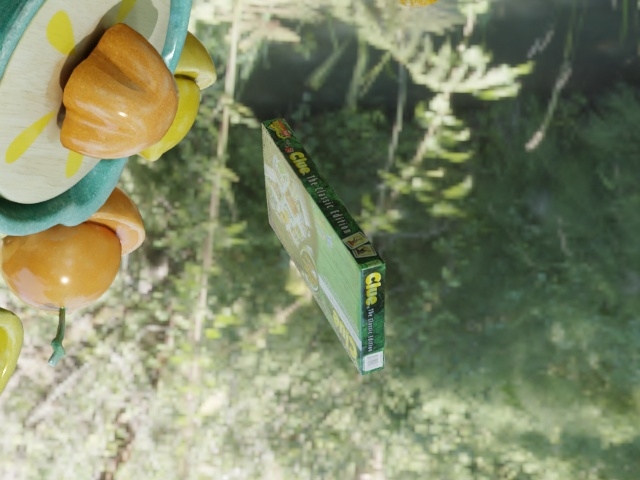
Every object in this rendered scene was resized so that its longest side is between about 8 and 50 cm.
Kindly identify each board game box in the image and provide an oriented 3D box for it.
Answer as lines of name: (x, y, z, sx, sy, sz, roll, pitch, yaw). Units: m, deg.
board game box: (0.000, 0.000, 1.181, 0.030, 0.259, 0.136, -14, 131, -18)

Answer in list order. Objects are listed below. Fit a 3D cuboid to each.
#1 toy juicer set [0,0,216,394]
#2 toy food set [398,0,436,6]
toy juicer set: (-0.081, -0.076, 0.489, 0.089, 0.329, 0.209, 29, -156, 14)
toy food set: (0.083, -0.305, 1.079, 0.111, 0.104, 0.232, -11, -147, -1)
